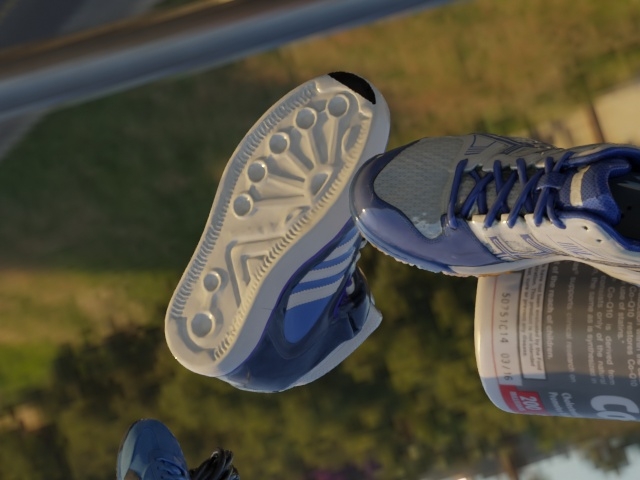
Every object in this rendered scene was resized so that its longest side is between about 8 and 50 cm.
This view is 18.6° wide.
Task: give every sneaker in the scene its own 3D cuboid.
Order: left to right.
[{"bbox_3d":[-0.123,0.225,1.643,0.069,0.209,0.082,21,129,-28],"label":"sneaker"},{"bbox_3d":[0.000,0.001,1.861,0.323,0.130,0.236,-59,151,9],"label":"sneaker"},{"bbox_3d":[0.167,-0.035,1.381,0.296,0.112,0.131,4,164,5],"label":"sneaker"}]

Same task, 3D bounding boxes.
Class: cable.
[{"bbox_3d":[-0.144,0.252,1.859,0.150,0.047,0.184,-27,169,-11],"label":"cable"}]

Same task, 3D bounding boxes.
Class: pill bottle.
[{"bbox_3d":[0.279,0.065,1.546,0.283,0.161,0.161,2,-176,25],"label":"pill bottle"}]
